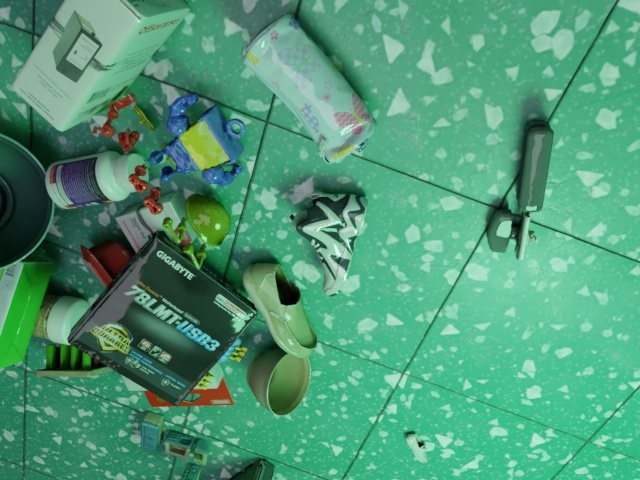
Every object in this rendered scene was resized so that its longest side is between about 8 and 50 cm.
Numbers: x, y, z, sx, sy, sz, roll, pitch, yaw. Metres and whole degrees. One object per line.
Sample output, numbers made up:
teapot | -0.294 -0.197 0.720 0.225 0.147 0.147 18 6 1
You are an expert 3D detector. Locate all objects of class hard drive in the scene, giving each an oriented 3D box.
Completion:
hard drive | -0.280 0.821 1.575 0.064 0.237 0.339 40 118 -13

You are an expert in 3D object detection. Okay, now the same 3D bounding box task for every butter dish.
butter dish | -0.470 0.053 1.246 0.159 0.118 0.160 8 133 58

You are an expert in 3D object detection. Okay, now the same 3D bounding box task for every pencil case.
pencil case | -0.018 -0.271 0.965 0.124 0.113 0.273 -40 106 4

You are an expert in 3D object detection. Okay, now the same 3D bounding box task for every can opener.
can opener | 0.385 -0.086 1.016 0.093 0.074 0.281 6 120 9

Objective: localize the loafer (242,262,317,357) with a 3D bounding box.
loafer | -0.078 0.162 1.234 0.092 0.102 0.269 -23 112 29

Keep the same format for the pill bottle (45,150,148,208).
pill bottle | -0.475 -0.132 1.139 0.193 0.108 0.108 -7 118 16

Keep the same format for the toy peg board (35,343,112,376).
toy peg board | -0.639 0.313 1.423 0.161 0.160 0.079 -2 85 12

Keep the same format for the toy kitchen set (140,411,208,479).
toy kitchen set | -0.440 0.622 1.531 0.207 0.166 0.122 15 121 2

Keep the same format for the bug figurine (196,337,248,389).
bug figurine | -0.332 0.254 1.307 0.278 0.072 0.216 30 99 3

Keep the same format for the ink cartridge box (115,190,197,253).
ink cartridge box | -0.366 -0.036 1.199 0.150 0.063 0.109 -15 116 18

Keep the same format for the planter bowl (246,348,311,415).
planter bowl | -0.116 0.341 1.326 0.109 0.162 0.162 10 125 36

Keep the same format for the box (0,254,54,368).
box | -0.804 0.140 1.252 0.231 0.127 0.262 17 90 7

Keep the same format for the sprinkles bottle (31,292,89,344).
sprinkles bottle | -0.791 0.180 1.375 0.355 0.121 0.121 10 121 6

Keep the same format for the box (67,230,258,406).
box | -0.344 0.181 1.187 0.295 0.073 0.293 42 92 -23

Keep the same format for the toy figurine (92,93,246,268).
toy figurine | -0.229 -0.151 1.042 0.217 0.191 0.363 -24 114 17

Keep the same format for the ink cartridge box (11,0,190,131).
ink cartridge box | -0.385 -0.347 0.945 0.272 0.198 0.115 -39 105 27

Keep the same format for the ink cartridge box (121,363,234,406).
ink cartridge box | -0.398 0.386 1.452 0.274 0.060 0.239 -6 117 14

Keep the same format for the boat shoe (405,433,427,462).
boat shoe | 0.269 0.560 1.435 0.035 0.035 0.100 -26 105 26

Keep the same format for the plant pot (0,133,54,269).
plant pot | -0.747 -0.083 1.138 0.196 0.293 0.293 5 131 55

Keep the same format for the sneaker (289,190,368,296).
sneaker | 0.000 0.000 1.131 0.152 0.094 0.235 17 121 3
